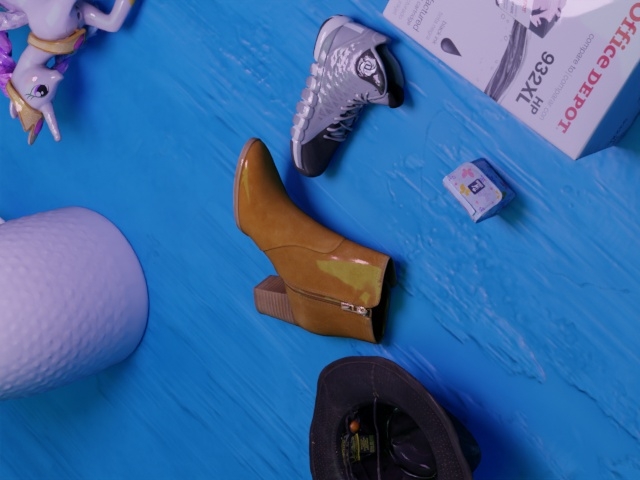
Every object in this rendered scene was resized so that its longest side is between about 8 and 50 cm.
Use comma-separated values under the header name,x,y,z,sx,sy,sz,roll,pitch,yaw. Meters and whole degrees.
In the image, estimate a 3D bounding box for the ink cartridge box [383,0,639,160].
name,x,y,z,sx,sy,sz,roll,pitch,yaw
ink cartridge box,0.260,-0.275,1.532,0.307,0.129,0.223,40,122,19

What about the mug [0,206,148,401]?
name,x,y,z,sx,sy,sz,roll,pitch,yaw
mug,-0.509,0.077,2.048,0.374,0.328,0.276,47,124,16

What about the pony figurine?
name,x,y,z,sx,sy,sz,roll,pitch,yaw
pony figurine,-0.450,-0.367,1.947,0.351,0.303,0.363,38,111,8

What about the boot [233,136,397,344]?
name,x,y,z,sx,sy,sz,roll,pitch,yaw
boot,0.000,0.001,1.804,0.211,0.104,0.295,8,122,26

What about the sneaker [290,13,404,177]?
name,x,y,z,sx,sy,sz,roll,pitch,yaw
sneaker,0.042,-0.176,1.744,0.132,0.086,0.228,23,114,26

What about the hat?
name,x,y,z,sx,sy,sz,roll,pitch,yaw
hat,0.126,0.295,1.780,0.331,0.134,0.331,13,107,52

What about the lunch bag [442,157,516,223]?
name,x,y,z,sx,sy,sz,roll,pitch,yaw
lunch bag,0.199,-0.063,1.661,0.071,0.083,0.053,51,125,14
